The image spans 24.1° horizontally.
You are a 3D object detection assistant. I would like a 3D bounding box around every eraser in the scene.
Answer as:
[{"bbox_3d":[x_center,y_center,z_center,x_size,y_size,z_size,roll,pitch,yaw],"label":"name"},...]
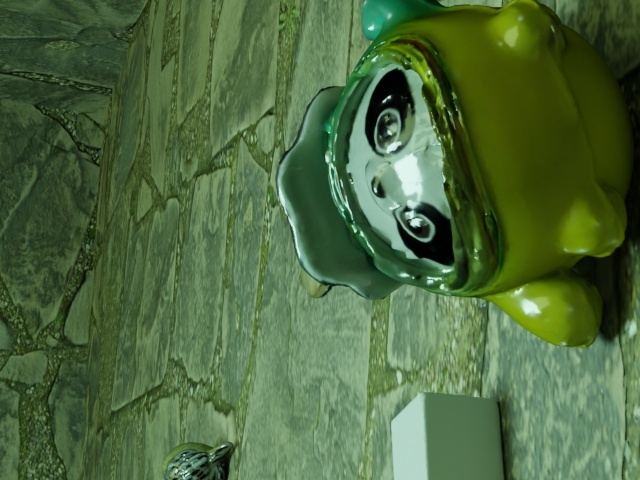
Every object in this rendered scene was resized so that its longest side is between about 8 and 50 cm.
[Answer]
[{"bbox_3d":[0.112,0.281,1.258,0.078,0.076,0.298,124,151,-55],"label":"eraser"}]

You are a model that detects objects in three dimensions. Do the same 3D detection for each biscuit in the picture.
[{"bbox_3d":[0.000,0.000,1.872,0.152,0.020,0.152,-171,90,-74],"label":"biscuit"}]

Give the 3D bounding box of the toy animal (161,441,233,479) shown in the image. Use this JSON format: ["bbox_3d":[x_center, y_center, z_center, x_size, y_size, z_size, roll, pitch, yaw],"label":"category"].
[{"bbox_3d":[-0.178,0.344,2.191,0.137,0.098,0.098,-25,56,45],"label":"toy animal"}]

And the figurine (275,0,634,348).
[{"bbox_3d":[0.116,-0.065,1.203,0.340,0.231,0.324,-12,95,64],"label":"figurine"}]
